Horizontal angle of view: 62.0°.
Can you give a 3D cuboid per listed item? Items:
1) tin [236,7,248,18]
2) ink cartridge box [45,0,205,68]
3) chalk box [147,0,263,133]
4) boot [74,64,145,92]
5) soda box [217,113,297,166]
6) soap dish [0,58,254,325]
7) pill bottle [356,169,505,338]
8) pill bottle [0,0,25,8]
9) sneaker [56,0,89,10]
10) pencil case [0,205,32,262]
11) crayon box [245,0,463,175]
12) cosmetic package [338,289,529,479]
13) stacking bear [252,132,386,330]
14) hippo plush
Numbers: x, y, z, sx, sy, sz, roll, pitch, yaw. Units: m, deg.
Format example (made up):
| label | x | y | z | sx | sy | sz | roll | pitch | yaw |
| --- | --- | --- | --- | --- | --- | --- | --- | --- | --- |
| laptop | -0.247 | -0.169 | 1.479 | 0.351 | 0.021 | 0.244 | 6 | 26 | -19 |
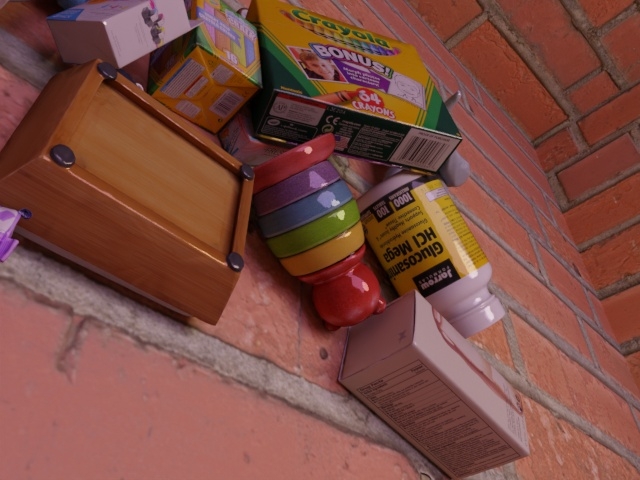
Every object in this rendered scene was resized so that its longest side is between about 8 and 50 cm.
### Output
| label | x | y | z | sx | sy | sz | roll | pitch | yaw |
| --- | --- | --- | --- | --- | --- | --- | --- | --- | --- |
| tin | -0.128 | -0.468 | 1.201 | 0.106 | 0.040 | 0.190 | 54 | 31 | 6 |
| ink cartridge box | -0.253 | -0.296 | 0.715 | 0.181 | 0.104 | 0.061 | -52 | 146 | -41 |
| chalk box | -0.191 | -0.314 | 0.883 | 0.132 | 0.132 | 0.213 | 25 | 42 | -40 |
| boot | -0.252 | -0.187 | 0.740 | 0.190 | 0.069 | 0.086 | 32 | 35 | -28 |
| soda box | -0.089 | -0.167 | 0.949 | 0.183 | 0.063 | 0.058 | 3 | 58 | -51 |
| soap dish | -0.210 | -0.061 | 0.637 | 0.291 | 0.118 | 0.228 | 36 | 37 | -31 |
| pill bottle | 0.219 | 0.031 | 1.063 | 0.188 | 0.188 | 0.333 | -16 | 74 | -57 |
| pill bottle | -0.383 | -0.443 | 0.650 | 0.229 | 0.229 | 0.407 | 34 | 38 | -31 |
| sneaker | -0.306 | -0.375 | 0.843 | 0.125 | 0.104 | 0.261 | 59 | 33 | -25 |
| pencil case | -0.359 | -0.028 | 0.435 | 0.206 | 0.088 | 0.086 | 29 | 77 | -33 |
| crayon box | 0.047 | -0.292 | 0.997 | 0.363 | 0.106 | 0.313 | 8 | 48 | -24 |
| cosmetic package | 0.188 | 0.240 | 0.868 | 0.296 | 0.153 | 0.129 | 45 | 31 | -19 |
| stacking bear | 0.000 | 0.000 | 0.833 | 0.288 | 0.176 | 0.164 | 64 | 7 | -8 |
| hippo plush | 0.192 | -0.216 | 1.279 | 0.236 | 0.234 | 0.294 | 45 | -10 | 41 |
